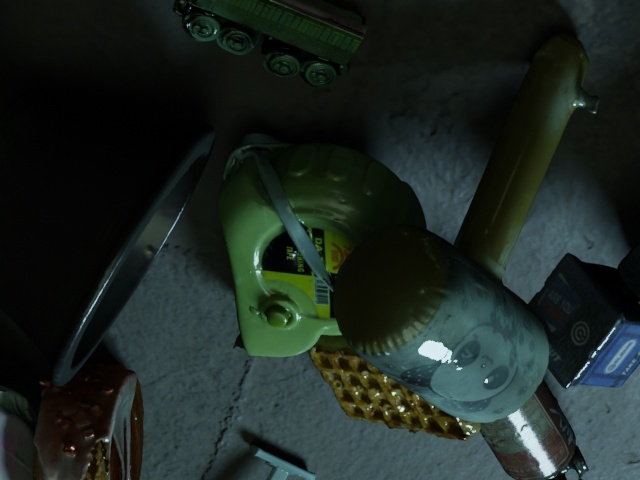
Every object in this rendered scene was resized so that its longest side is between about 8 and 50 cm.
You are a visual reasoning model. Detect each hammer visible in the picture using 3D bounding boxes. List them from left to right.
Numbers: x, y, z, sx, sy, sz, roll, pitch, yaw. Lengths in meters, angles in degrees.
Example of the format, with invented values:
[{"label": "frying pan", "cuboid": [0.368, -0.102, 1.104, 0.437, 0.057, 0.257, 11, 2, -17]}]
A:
[{"label": "hammer", "cuboid": [0.138, -0.020, 1.379, 0.202, 0.113, 0.305, 36, 78, -50]}]

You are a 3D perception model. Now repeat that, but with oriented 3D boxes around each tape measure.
[{"label": "tape measure", "cuboid": [0.000, 0.000, 1.452, 0.175, 0.106, 0.200, 0, 126, 15]}]

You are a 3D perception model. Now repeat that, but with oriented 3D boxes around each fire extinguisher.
[{"label": "fire extinguisher", "cuboid": [0.179, 0.177, 1.584, 0.075, 0.106, 0.252, -15, 126, 24]}]

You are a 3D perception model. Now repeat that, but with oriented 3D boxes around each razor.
[{"label": "razor", "cuboid": [-0.086, 0.270, 1.687, 0.068, 0.037, 0.191, 29, 120, -23]}]

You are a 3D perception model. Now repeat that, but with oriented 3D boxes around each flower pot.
[{"label": "flower pot", "cuboid": [-0.200, -0.022, 1.381, 0.148, 0.235, 0.235, 31, 122, -1]}]

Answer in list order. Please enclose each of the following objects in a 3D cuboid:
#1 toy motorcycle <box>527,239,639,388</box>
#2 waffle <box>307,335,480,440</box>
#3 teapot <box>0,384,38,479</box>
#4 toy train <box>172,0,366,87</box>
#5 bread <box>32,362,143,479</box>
[{"label": "toy motorcycle", "cuboid": [0.324, -0.031, 1.400, 0.212, 0.125, 0.358, 7, 125, -41]}, {"label": "waffle", "cuboid": [0.065, 0.117, 1.528, 0.148, 0.042, 0.102, 5, 136, 44]}, {"label": "teapot", "cuboid": [-0.355, 0.165, 1.512, 0.178, 0.163, 0.221, 13, 137, 31]}, {"label": "toy train", "cuboid": [-0.038, -0.167, 1.366, 0.148, 0.038, 0.071, 21, 124, -17]}, {"label": "bread", "cuboid": [-0.202, 0.185, 1.549, 0.073, 0.160, 0.160, 3, 127, 8]}]
